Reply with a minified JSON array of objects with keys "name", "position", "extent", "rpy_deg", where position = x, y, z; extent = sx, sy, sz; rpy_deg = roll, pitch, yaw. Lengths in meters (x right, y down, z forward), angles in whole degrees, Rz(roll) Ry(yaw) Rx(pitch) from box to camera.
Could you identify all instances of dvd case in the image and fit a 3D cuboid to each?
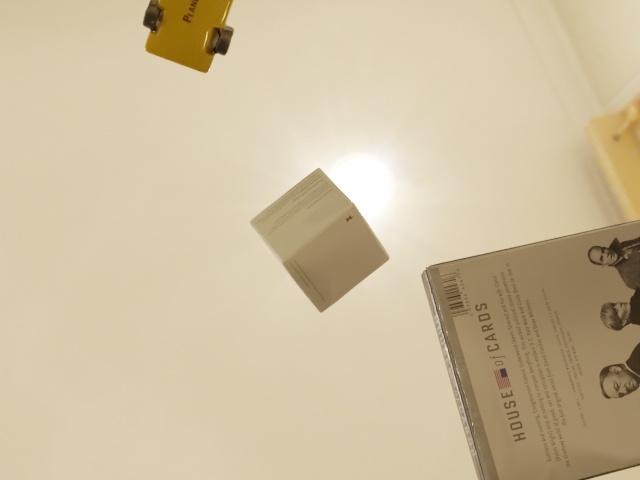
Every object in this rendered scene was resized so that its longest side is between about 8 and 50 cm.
[{"name":"dvd case","position":[0.212,0.081,0.834],"extent":[0.239,0.029,0.179],"rpy_deg":[-12,-104,-9]}]

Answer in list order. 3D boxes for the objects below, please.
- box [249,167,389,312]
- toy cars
[{"name":"box","position":[0.000,0.000,1.201],"extent":[0.102,0.101,0.087],"rpy_deg":[-39,-136,-4]},{"name":"toy cars","position":[-0.170,-0.369,1.192],"extent":[0.177,0.393,0.087],"rpy_deg":[-13,-144,17]}]
